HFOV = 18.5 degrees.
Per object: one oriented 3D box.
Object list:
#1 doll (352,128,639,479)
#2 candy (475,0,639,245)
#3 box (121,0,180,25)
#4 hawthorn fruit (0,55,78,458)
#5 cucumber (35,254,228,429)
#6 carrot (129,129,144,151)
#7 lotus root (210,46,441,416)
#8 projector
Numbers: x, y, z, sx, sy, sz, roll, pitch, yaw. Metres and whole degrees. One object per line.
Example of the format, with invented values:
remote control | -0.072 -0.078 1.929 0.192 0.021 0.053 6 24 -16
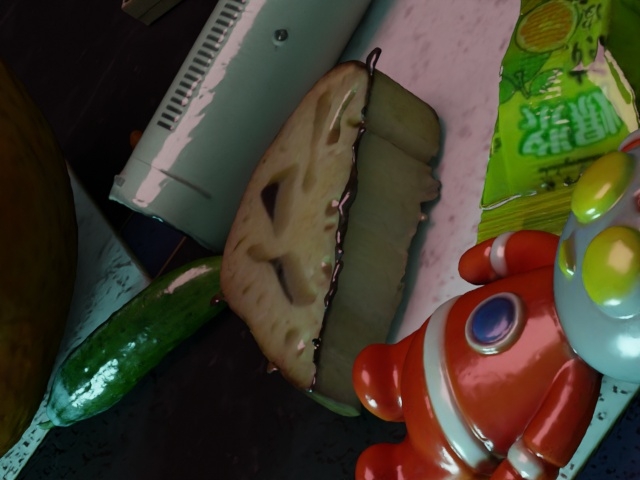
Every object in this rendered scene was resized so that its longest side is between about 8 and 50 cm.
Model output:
doll | 0.144 0.040 1.102 0.336 0.105 0.200 -36 38 34
candy | 0.163 -0.109 1.243 0.149 0.069 0.246 -18 50 44
box | -0.146 -0.253 1.838 0.083 0.035 0.079 -31 41 37
hawthorn fruit | -0.415 0.014 1.649 0.472 0.472 0.472 -35 38 33
cucumber | -0.147 0.081 1.531 0.250 0.056 0.056 -41 35 26
carrot | -0.137 -0.080 1.679 0.142 0.035 0.035 12 73 62
lotus root | 0.000 0.000 1.374 0.170 0.074 0.261 -11 56 52
projector | -0.038 -0.155 1.528 0.337 0.108 0.108 -61 31 -3
